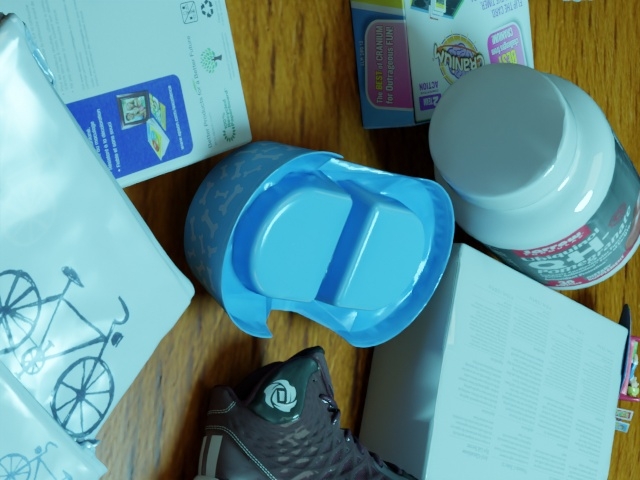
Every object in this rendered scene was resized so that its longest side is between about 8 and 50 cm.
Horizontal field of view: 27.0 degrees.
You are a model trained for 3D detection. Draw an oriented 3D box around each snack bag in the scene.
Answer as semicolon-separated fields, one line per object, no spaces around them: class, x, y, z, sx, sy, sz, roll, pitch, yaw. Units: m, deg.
snack bag;-0.224;0.075;0.889;0.342;0.037;0.323;-56;142;-25

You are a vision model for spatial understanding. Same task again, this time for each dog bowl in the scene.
dog bowl;0.000;0.000;1.173;0.297;0.074;0.165;11;104;-50

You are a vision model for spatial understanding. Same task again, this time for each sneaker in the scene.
sneaker;0.026;0.176;1.167;0.281;0.106;0.162;11;71;-25

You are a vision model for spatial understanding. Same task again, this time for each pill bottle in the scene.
pill bottle;0.216;-0.064;1.332;0.318;0.176;0.176;31;66;-64

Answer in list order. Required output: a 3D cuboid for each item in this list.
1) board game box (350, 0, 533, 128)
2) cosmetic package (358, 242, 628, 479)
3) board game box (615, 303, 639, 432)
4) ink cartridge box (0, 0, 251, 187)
board game box;0.122;-0.284;1.360;0.242;0.064;0.316;-15;102;-50
cosmetic package;0.191;0.188;1.424;0.377;0.097;0.284;25;69;-48
board game box;0.374;0.161;1.628;0.133;0.033;0.168;-74;173;-50
ink cartridge box;-0.190;-0.112;0.981;0.333;0.065;0.165;-24;109;-50
